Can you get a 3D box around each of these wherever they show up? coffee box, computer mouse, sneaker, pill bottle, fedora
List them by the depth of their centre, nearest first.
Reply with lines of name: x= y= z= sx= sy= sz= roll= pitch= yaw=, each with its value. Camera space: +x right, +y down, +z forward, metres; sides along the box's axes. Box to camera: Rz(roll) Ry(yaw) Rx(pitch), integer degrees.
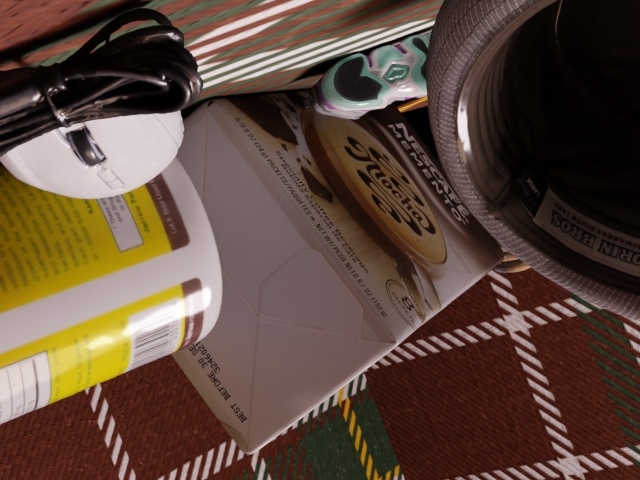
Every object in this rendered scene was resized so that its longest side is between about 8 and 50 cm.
computer mouse: x=-0.084 y=-0.040 z=0.476 sx=0.106 sy=0.042 sz=0.193 roll=-22 pitch=-179 yaw=3
fedora: x=0.181 y=-0.073 z=0.545 sx=0.275 sy=0.244 sz=0.124 roll=-24 pitch=-152 yaw=52
pill bottle: x=-0.163 y=0.029 z=0.598 sx=0.215 sy=0.117 sz=0.117 roll=-21 pitch=-179 yaw=-26
sneaker: x=0.035 y=-0.095 z=0.751 sx=0.098 sy=0.038 sz=0.069 roll=-11 pitch=178 yaw=-25
coffee box: x=0.000 y=0.000 z=0.818 sx=0.119 sy=0.168 sz=0.297 roll=-39 pitch=175 yaw=20

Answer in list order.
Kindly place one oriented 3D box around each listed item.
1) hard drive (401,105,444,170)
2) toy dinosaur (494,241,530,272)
hard drive: x=0.060 y=-0.063 z=1.176 sx=0.172 sy=0.054 sz=0.254 roll=-14 pitch=-161 yaw=17
toy dinosaur: x=0.178 y=-0.064 z=1.077 sx=0.127 sy=0.200 sz=0.296 roll=-21 pitch=-179 yaw=13
